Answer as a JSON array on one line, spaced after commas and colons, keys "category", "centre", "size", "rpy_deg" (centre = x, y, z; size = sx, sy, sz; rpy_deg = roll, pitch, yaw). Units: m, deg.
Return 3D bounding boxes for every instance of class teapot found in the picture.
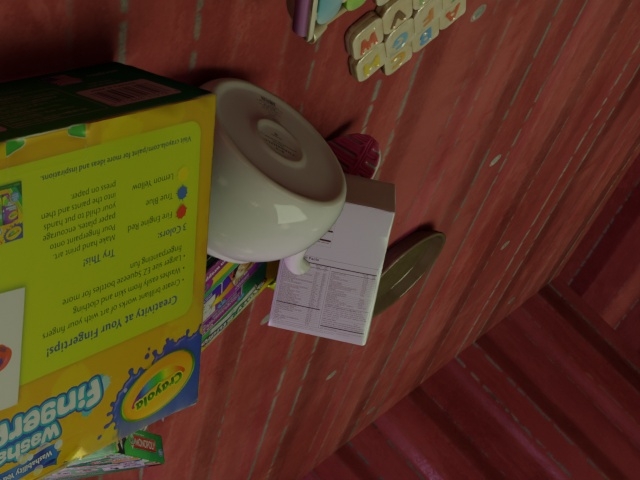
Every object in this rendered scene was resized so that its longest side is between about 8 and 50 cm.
[{"category": "teapot", "centre": [-0.109, -0.064, 1.469], "size": [0.187, 0.256, 0.252], "rpy_deg": [-44, 174, 27]}]

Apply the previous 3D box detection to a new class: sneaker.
[{"category": "sneaker", "centre": [0.005, -0.071, 1.916], "size": [0.252, 0.103, 0.111], "rpy_deg": [-46, 170, 14]}]

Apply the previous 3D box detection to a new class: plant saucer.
[{"category": "plant saucer", "centre": [0.167, 0.073, 2.665], "size": [0.278, 0.041, 0.278], "rpy_deg": [-38, 161, -16]}]

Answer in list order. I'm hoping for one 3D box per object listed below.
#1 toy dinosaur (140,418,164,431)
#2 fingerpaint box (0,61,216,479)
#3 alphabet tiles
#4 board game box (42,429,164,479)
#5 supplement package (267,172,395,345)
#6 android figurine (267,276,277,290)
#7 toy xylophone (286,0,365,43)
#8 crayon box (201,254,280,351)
[{"category": "toy dinosaur", "centre": [-0.241, 0.167, 1.932], "size": [0.313, 0.121, 0.160], "rpy_deg": [-51, 173, 7]}, {"category": "fingerpaint box", "centre": [-0.316, 0.048, 1.159], "size": [0.445, 0.163, 0.371], "rpy_deg": [-23, 125, -48]}, {"category": "alphabet tiles", "centre": [0.149, -0.346, 1.715], "size": [0.284, 0.021, 0.278], "rpy_deg": [-41, 162, -9]}, {"category": "board game box", "centre": [-0.407, 0.317, 1.707], "size": [0.318, 0.046, 0.213], "rpy_deg": [-11, 163, 8]}, {"category": "supplement package", "centre": [0.020, 0.017, 1.768], "size": [0.194, 0.149, 0.203], "rpy_deg": [-76, 178, -74]}, {"category": "android figurine", "centre": [0.000, 0.000, 2.115], "size": [0.248, 0.056, 0.273], "rpy_deg": [-46, 162, 6]}, {"category": "toy xylophone", "centre": [0.076, -0.348, 1.442], "size": [0.323, 0.081, 0.236], "rpy_deg": [-38, 159, -17]}, {"category": "crayon box", "centre": [-0.206, 0.082, 1.692], "size": [0.363, 0.106, 0.313], "rpy_deg": [-45, 168, -20]}]
